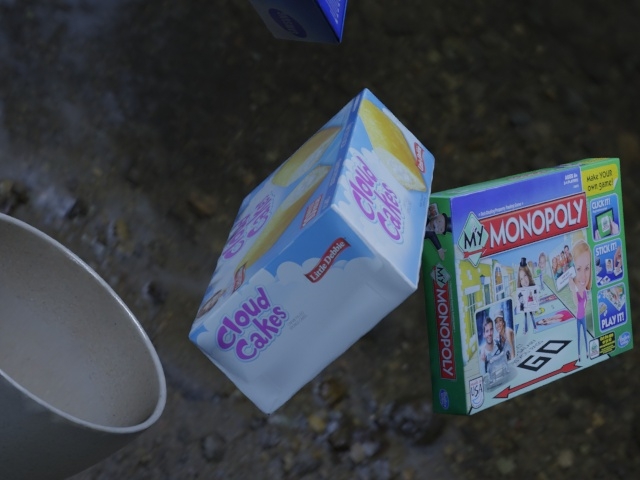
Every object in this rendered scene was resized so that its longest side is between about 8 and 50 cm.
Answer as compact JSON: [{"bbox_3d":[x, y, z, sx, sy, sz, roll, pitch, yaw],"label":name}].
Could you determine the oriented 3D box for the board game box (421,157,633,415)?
[{"bbox_3d":[0.216,0.039,1.592,0.317,0.046,0.213,-14,102,-48],"label":"board game box"}]

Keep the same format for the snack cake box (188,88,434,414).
[{"bbox_3d":[0.000,0.000,1.194,0.089,0.152,0.264,45,21,-13],"label":"snack cake box"}]

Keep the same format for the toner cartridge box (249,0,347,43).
[{"bbox_3d":[-0.035,-0.316,1.447,0.075,0.348,0.165,7,79,13],"label":"toner cartridge box"}]

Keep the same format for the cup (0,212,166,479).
[{"bbox_3d":[-0.374,0.160,1.747,0.331,0.237,0.331,39,20,-17],"label":"cup"}]
